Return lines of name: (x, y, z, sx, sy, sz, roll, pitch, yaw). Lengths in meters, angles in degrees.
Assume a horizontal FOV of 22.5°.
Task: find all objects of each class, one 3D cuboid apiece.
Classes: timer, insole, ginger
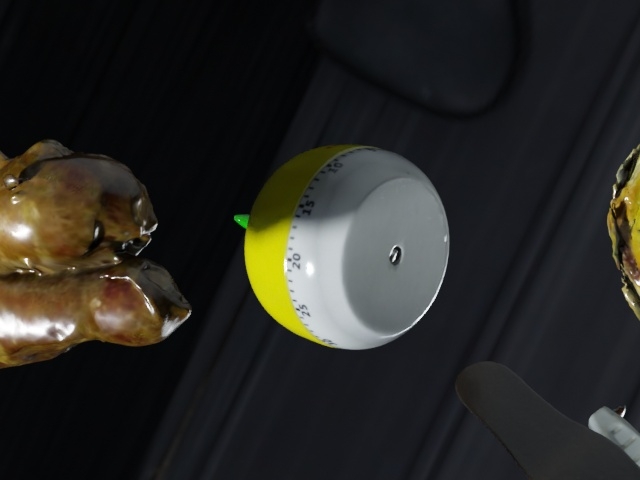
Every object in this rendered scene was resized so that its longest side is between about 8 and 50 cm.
timer: (0.000, 0.000, 2.081, 0.285, 0.285, 0.285, 25, 177, 1)
insole: (0.280, 0.246, 1.980, 0.328, 0.111, 0.007, 41, 154, 41)
ginger: (-0.351, 0.029, 1.765, 0.418, 0.254, 0.176, -17, -179, 26)

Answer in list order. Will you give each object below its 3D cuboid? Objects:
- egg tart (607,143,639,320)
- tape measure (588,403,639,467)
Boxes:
egg tart: (0.385, -0.004, 1.400, 0.279, 0.279, 0.095, 25, 169, 6)
tape measure: (0.407, 0.384, 2.191, 0.258, 0.265, 0.130, 41, 154, 34)
